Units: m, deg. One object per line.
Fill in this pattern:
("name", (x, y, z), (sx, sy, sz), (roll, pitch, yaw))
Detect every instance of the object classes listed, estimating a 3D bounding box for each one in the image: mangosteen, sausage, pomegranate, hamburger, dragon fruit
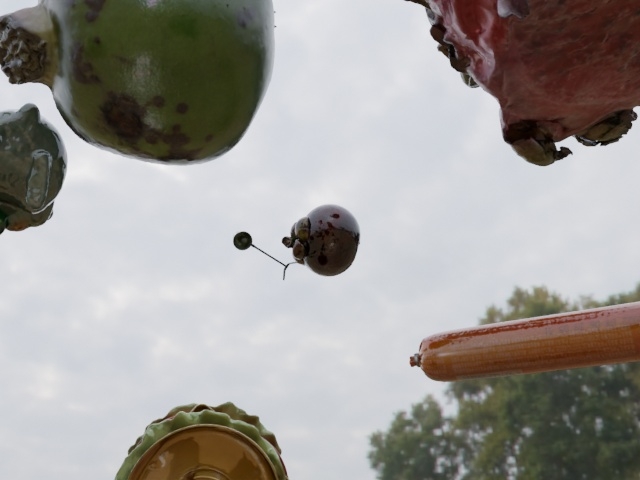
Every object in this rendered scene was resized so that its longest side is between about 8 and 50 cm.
("mangosteen", (0.000, 0.000, 1.397), (0.140, 0.140, 0.140), (-2, -28, -1))
("sausage", (0.246, 0.089, 0.730), (0.348, 0.053, 0.053), (-12, -29, 23))
("pomegranate", (-0.167, -0.188, 0.757), (0.270, 0.254, 0.254), (-16, -22, -26))
("hamburger", (-0.177, 0.385, 1.230), (0.274, 0.274, 0.212), (0, -3, -6))
("dragon fruit", (0.134, -0.142, 0.345), (0.211, 0.147, 0.282), (-22, -33, -19))

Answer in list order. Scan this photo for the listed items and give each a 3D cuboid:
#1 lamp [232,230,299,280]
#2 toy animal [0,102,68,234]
("lamp", (-0.099, 0.020, 1.346), (0.121, 0.041, 0.054), (33, -1, -19))
("toy animal", (-0.374, -0.067, 0.975), (0.125, 0.127, 0.251), (52, -25, -7))
